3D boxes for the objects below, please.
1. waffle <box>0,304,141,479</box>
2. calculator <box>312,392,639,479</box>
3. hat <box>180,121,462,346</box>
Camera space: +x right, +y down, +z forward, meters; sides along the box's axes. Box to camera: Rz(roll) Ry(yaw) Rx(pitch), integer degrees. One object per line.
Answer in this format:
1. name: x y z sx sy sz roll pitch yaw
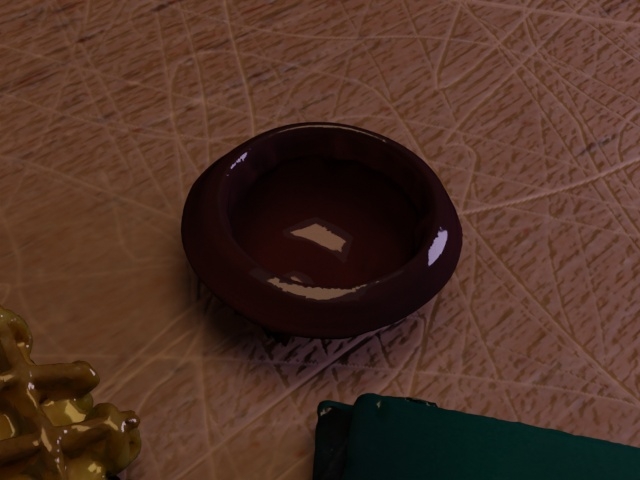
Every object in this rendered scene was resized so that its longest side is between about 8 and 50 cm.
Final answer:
1. waffle: -0.249 0.148 0.775 0.329 0.062 0.329 13 53 -18
2. calculator: 0.121 0.216 0.848 0.274 0.058 0.248 9 47 0
3. hat: 0.000 0.000 0.998 0.206 0.089 0.205 4 48 -5
